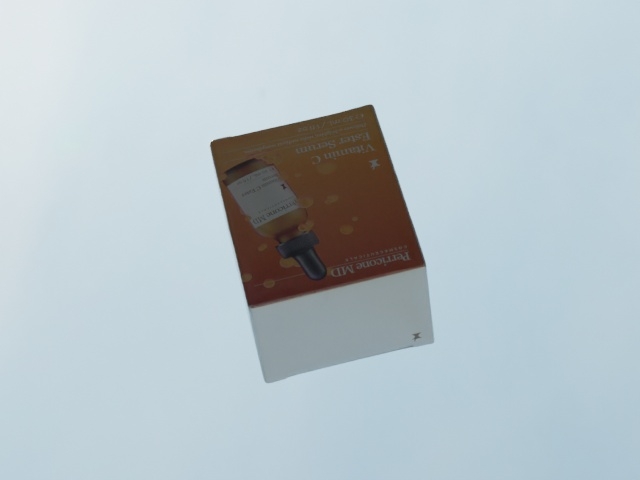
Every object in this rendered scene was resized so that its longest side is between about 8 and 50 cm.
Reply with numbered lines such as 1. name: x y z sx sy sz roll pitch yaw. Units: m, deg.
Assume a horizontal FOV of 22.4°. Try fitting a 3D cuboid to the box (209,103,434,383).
1. box: 0.000 0.000 1.183 0.130 0.091 0.170 -14 -132 -4
